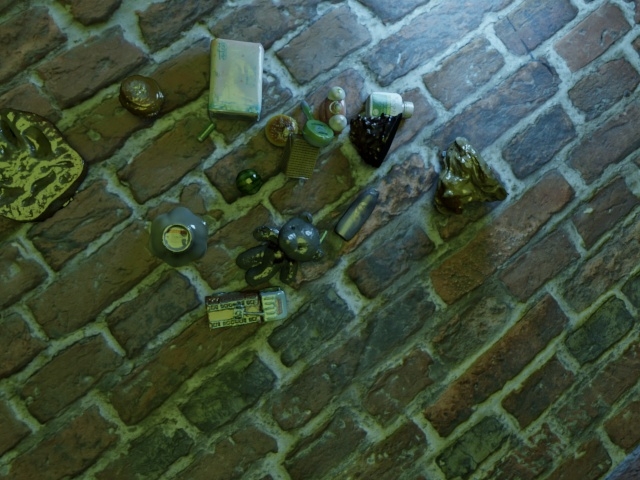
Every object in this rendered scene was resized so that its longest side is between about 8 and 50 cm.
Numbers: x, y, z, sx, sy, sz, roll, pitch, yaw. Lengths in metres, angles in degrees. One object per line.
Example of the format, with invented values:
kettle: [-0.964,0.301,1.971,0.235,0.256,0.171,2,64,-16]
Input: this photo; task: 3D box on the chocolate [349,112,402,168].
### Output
chocolate: [0.183,-0.405,1.842,0.176,0.206,0.224,25,127,10]

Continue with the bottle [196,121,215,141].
bottle: [-0.432,-0.409,1.806,0.030,0.030,0.083,41,84,-8]

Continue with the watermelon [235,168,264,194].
watermelon: [-0.266,-0.222,1.807,0.108,0.109,0.109,0,90,-10]

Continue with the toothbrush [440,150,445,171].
toothbrush: [0.506,-0.290,1.987,0.017,0.014,0.162,4,90,-25]

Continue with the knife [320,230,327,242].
knife: [0.000,0.000,1.900,0.014,0.005,0.091,31,86,-10]

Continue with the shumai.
shumai: [0.556,-0.238,1.929,0.262,0.267,0.314,-34,72,18]

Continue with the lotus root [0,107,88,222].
lotus root: [-1.017,-0.256,1.668,0.374,0.111,0.391,-3,89,-15]

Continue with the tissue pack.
tissue pack: [-0.313,-0.592,1.782,0.201,0.124,0.272,2,89,-14]

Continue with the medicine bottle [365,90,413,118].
medicine bottle: [0.275,-0.528,1.915,0.182,0.069,0.119,3,86,-12]

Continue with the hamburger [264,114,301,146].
hamburger: [-0.143,-0.417,1.832,0.141,0.081,0.127,33,86,-9]

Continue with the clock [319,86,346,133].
clock: [0.049,-0.489,1.828,0.092,0.162,0.166,-3,90,-8]

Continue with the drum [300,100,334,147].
drum: [-0.046,-0.440,1.788,0.129,0.049,0.253,-12,53,-38]

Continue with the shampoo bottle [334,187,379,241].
shampoo bottle: [0.150,-0.107,1.904,0.087,0.049,0.234,39,84,-10]

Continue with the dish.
dish: [-0.526,-0.011,1.767,0.229,0.081,0.230,0,90,-10]

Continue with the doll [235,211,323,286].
doll: [-0.152,0.044,1.796,0.340,0.158,0.246,-24,82,-7]

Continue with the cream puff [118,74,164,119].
cream puff: [-0.645,-0.514,1.725,0.150,0.115,0.165,-20,85,-16]

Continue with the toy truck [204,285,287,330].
toy truck: [-0.271,0.252,1.773,0.304,0.162,0.137,-7,91,-10]

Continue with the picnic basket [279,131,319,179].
picnic basket: [-0.078,-0.317,1.805,0.115,0.079,0.164,4,119,-27]
